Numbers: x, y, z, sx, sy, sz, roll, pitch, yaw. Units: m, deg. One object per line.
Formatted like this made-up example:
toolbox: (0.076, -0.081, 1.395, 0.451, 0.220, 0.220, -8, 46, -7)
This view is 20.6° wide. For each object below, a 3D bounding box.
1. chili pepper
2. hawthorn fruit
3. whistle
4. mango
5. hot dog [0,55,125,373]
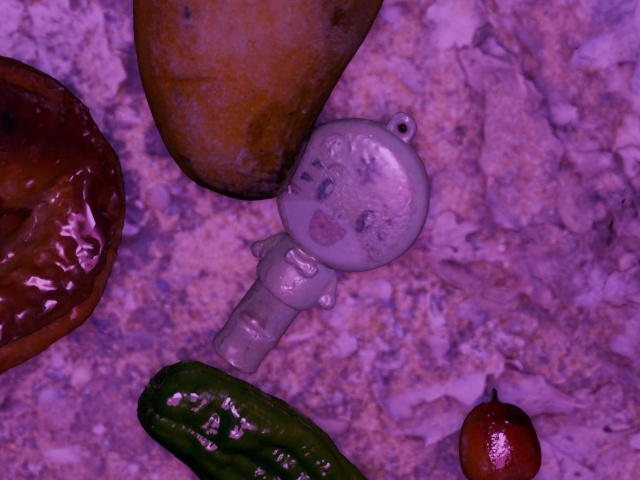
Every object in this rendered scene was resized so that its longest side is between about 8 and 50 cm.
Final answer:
chili pepper: (-0.041, 0.185, 1.478, 0.253, 0.083, 0.099, 40, 101, -15)
hawthorn fruit: (0.151, 0.173, 1.482, 0.077, 0.077, 0.077, 0, 104, -1)
whistle: (0.000, 0.000, 1.440, 0.126, 0.067, 0.258, 37, 105, 4)
mango: (-0.049, -0.196, 1.347, 0.176, 0.175, 0.329, 40, 124, 29)
hot dog: (-0.347, -0.014, 1.372, 0.388, 0.174, 0.267, -5, 102, 1)
